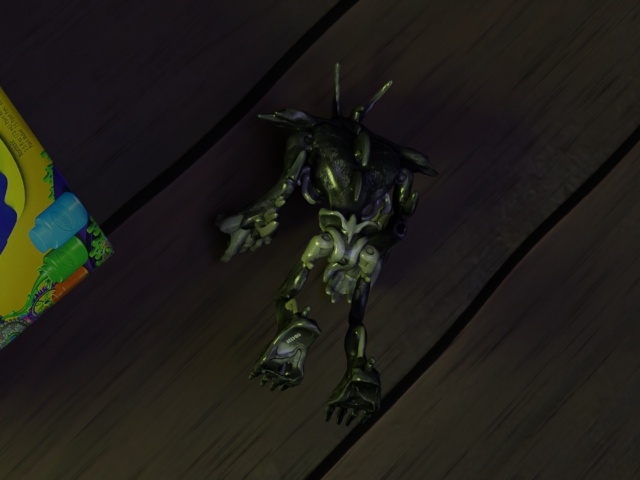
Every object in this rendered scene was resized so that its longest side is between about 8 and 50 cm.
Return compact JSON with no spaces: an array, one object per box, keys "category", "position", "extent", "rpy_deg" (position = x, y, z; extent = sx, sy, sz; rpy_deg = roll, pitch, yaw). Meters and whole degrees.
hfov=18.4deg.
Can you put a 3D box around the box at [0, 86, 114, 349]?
[{"category":"box","position":[-0.350,-0.024,1.333],"extent":[0.279,0.177,0.290],"rpy_deg":[-43,114,-20]}]

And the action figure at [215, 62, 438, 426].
[{"category":"action figure","position":[0.000,0.000,1.578],"extent":[0.164,0.141,0.276],"rpy_deg":[21,57,-23]}]
